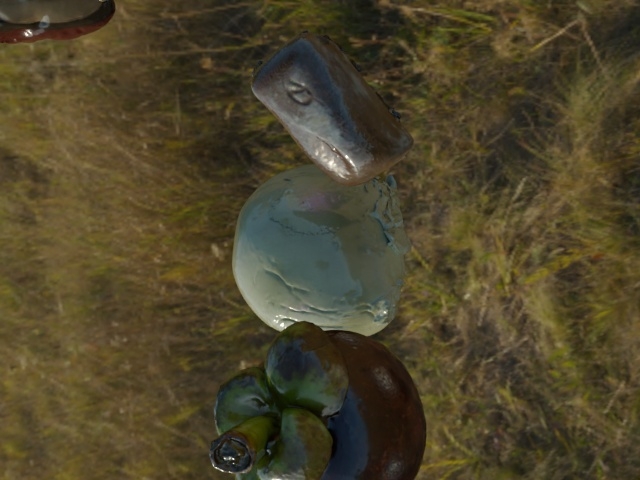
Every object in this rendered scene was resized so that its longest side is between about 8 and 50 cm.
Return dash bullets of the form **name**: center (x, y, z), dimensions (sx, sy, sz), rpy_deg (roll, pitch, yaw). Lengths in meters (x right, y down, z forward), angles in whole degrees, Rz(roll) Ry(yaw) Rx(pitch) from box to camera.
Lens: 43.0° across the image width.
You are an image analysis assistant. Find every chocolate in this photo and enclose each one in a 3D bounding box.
- **chocolate**: center (0.011, -0.183, 1.227), dimensions (0.261, 0.083, 0.161), rpy_deg (45, 128, -14)

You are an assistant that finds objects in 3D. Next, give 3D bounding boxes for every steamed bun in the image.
- **steamed bun**: center (0.000, 0.000, 1.450), dimensions (0.233, 0.312, 0.333), rpy_deg (100, 165, -44)

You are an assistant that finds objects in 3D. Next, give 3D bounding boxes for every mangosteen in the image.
- **mangosteen**: center (-0.016, 0.136, 0.600), dimensions (0.146, 0.181, 0.155), rpy_deg (-8, 81, 60)

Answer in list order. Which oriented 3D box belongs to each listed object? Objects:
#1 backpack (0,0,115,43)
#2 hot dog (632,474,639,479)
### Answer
- **backpack**: center (-0.360, -0.355, 1.005), dimensions (0.139, 0.229, 0.229), rpy_deg (10, 107, 56)
- **hot dog**: center (0.394, 0.396, 1.112), dimensions (0.215, 0.066, 0.047), rpy_deg (-52, 19, 6)
